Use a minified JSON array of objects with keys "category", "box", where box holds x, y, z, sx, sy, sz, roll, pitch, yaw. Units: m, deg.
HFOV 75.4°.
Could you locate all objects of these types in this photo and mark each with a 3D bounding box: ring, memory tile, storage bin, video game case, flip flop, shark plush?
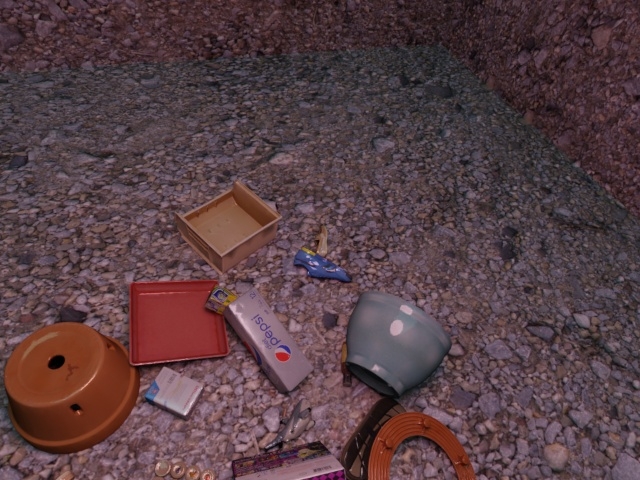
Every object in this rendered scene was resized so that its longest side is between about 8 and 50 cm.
[{"category":"ring","box":[0.266,0.597,1.019,0.336,0.032,0.337,15,52,-21]},{"category":"memory tile","box":[-0.329,0.586,0.973,0.147,0.012,0.113,12,50,-1]},{"category":"storage bin","box":[-0.320,-0.058,1.431,0.260,0.123,0.262,40,55,19]},{"category":"video game case","box":[-0.082,0.530,0.950,0.231,0.210,0.042,-5,82,-16]},{"category":"flip flop","box":[0.138,0.514,1.081,0.112,0.080,0.277,48,44,13]},{"category":"shark plush","box":[-0.079,0.494,1.095,0.067,0.073,0.161,25,62,40]}]

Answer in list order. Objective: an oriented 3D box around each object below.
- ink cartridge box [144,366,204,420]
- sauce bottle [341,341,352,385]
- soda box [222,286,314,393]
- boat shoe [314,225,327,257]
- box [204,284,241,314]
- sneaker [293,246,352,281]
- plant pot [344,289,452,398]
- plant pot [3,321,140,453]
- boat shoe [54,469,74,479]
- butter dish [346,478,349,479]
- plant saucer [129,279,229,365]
[{"category":"ink cartridge box","box":[-0.379,0.402,1.087,0.122,0.052,0.089,22,50,7]},{"category":"sauce bottle","box":[0.082,0.364,1.226,0.042,0.042,0.128,9,53,-5]},{"category":"soda box","box":[-0.149,0.279,1.156,0.098,0.091,0.286,-35,85,-33]},{"category":"boat shoe","box":[0.000,0.000,1.499,0.045,0.050,0.136,8,50,-13]},{"category":"box","box":[-0.254,0.200,1.238,0.168,0.059,0.054,28,42,-15]},{"category":"sneaker","box":[0.007,0.101,1.419,0.209,0.069,0.082,28,83,0]},{"category":"plant pot","box":[0.188,0.307,1.153,0.292,0.293,0.196,30,64,13]},{"category":"plant pot","box":[-0.606,0.330,0.999,0.290,0.204,0.291,6,49,-7]},{"category":"boat shoe","box":[-0.585,0.589,0.888,0.059,0.063,0.170,27,60,7]},{"category":"butter dish","box":[0.026,0.616,0.956,0.159,0.160,0.119,12,75,-2]},{"category":"plant saucer","box":[-0.411,0.234,1.197,0.258,0.048,0.259,0,51,-25]}]
